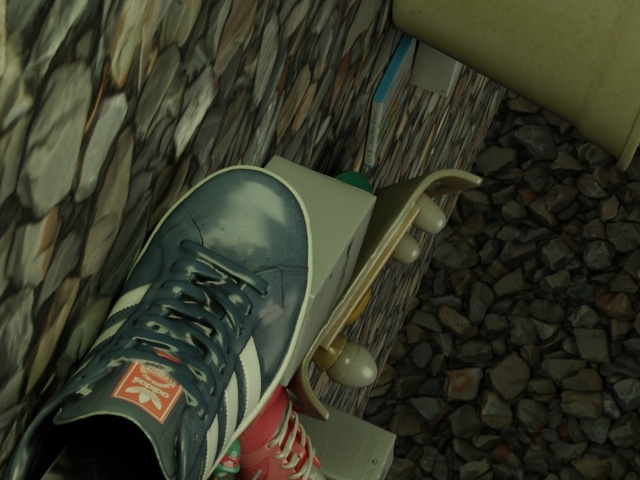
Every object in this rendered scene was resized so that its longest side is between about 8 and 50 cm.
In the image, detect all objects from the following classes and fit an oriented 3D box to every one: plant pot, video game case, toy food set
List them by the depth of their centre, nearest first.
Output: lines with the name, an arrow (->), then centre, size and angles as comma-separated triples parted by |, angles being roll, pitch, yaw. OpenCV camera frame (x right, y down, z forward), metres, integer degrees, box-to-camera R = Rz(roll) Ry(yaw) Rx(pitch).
plant pot -> 0.256, -0.285, 1.757 | 0.334, 0.305, 0.334 | 22, 90, -83
toy food set -> 0.056, 0.057, 1.762 | 0.306, 0.092, 0.220 | -55, -171, -9
video game case -> 0.087, -0.177, 1.978 | 0.166, 0.015, 0.119 | 95, 18, -64

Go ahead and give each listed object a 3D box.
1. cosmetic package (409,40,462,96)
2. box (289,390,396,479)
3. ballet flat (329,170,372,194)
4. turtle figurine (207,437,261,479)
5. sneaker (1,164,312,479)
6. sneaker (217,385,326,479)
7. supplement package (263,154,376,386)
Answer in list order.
cosmetic package -> 0.173, -0.303, 2.040 | 0.239, 0.060, 0.099 | 102, 11, -51
box -> 0.004, 0.277, 2.098 | 0.130, 0.170, 0.091 | 92, 23, -68
ballet flat -> 0.000, 0.000, 1.735 | 0.203, 0.074, 0.074 | -68, 175, -48
turtle figurine -> -0.114, 0.232, 1.329 | 0.234, 0.118, 0.175 | -47, 162, 22
sneaker -> -0.102, 0.093, 1.035 | 0.148, 0.131, 0.350 | 102, 12, -72
sneaker -> -0.048, 0.225, 1.738 | 0.314, 0.136, 0.116 | 101, 13, -55
supplement package -> -0.035, 0.023, 1.384 | 0.179, 0.105, 0.105 | -57, 166, -54
